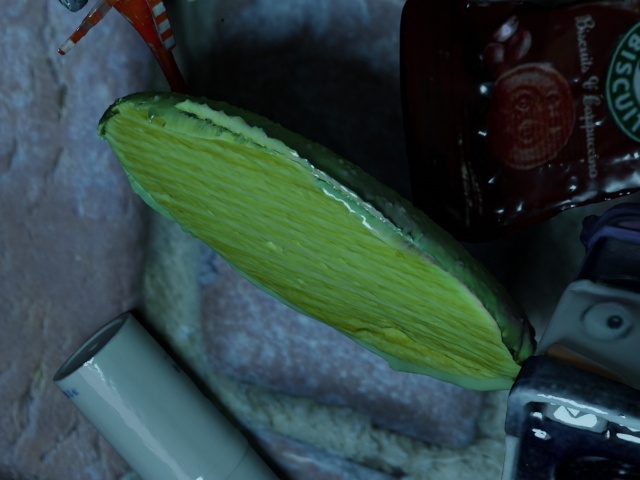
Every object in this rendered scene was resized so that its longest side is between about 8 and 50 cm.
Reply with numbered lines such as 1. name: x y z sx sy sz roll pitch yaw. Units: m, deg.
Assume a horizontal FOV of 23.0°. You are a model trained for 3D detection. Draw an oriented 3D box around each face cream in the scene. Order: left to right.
1. face cream: -0.085 0.168 1.150 0.077 0.077 0.250 -30 106 37

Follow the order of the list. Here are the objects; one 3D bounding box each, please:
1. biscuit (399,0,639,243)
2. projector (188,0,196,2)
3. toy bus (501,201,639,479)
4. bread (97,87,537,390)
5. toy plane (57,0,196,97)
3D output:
1. biscuit: 0.154 -0.076 0.841 0.235 0.063 0.151 -7 78 32
2. projector: -0.096 -0.264 0.800 0.193 0.088 0.269 -32 108 0
3. toy bus: 0.213 0.195 0.918 0.209 0.249 0.440 16 134 17
4. bread: -0.005 -0.003 0.923 0.301 0.045 0.301 29 166 8
5. toy plane: -0.103 -0.147 0.949 0.077 0.126 0.194 34 177 41
